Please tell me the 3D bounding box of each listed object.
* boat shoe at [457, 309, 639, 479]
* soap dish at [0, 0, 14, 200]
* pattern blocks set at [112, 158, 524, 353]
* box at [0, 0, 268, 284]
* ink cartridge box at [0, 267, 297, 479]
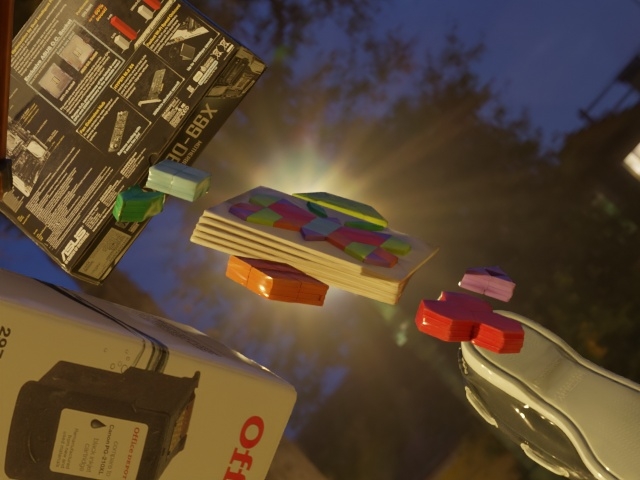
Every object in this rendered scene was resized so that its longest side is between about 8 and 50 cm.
[{"bbox_3d":[0.257,0.181,1.397,0.114,0.302,0.091,-30,-38,-24],"label":"boat shoe"},{"bbox_3d":[-0.255,-0.152,0.904,0.229,0.118,0.291,146,126,-84],"label":"soap dish"},{"bbox_3d":[0.000,0.000,1.165,0.285,0.325,0.026,-79,4,-74],"label":"pattern blocks set"},{"bbox_3d":[-0.246,-0.145,1.592,0.307,0.242,0.076,-53,-24,3],"label":"box"},{"bbox_3d":[-0.145,0.106,0.652,0.237,0.100,0.172,22,-90,-44],"label":"ink cartridge box"}]
